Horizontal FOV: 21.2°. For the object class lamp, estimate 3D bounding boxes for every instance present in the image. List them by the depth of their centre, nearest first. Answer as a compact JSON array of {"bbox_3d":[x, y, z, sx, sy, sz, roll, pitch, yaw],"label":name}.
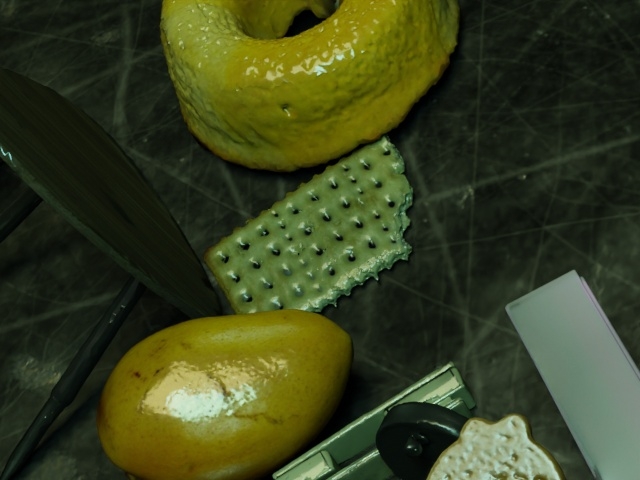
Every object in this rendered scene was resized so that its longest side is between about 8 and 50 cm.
[{"bbox_3d":[0.052,0.308,1.235,0.130,0.108,0.371,-7,62,45],"label":"lamp"}]

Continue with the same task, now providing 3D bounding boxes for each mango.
[{"bbox_3d":[-0.074,0.126,1.387,0.219,0.112,0.144,-22,71,5],"label":"mango"}]

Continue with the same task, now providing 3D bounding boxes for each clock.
[{"bbox_3d":[0.216,0.135,1.220,0.063,0.150,0.197,-30,48,7],"label":"clock"}]

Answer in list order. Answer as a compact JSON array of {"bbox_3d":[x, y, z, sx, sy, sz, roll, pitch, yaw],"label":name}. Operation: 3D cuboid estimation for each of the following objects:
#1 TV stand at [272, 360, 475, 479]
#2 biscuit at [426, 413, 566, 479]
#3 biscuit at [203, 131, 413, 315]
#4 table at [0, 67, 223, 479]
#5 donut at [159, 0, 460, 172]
[{"bbox_3d":[0.013,0.183,1.358,0.249,0.036,0.042,-32,50,1],"label":"TV stand"},{"bbox_3d":[0.135,0.215,1.180,0.133,0.027,0.184,-43,65,5],"label":"biscuit"},{"bbox_3d":[0.000,0.001,1.513,0.203,0.016,0.144,-32,48,2],"label":"biscuit"},{"bbox_3d":[-0.287,0.022,1.523,0.249,0.317,0.317,-44,48,10],"label":"table"},{"bbox_3d":[-0.024,-0.208,1.613,0.303,0.110,0.303,-14,49,17],"label":"donut"}]
